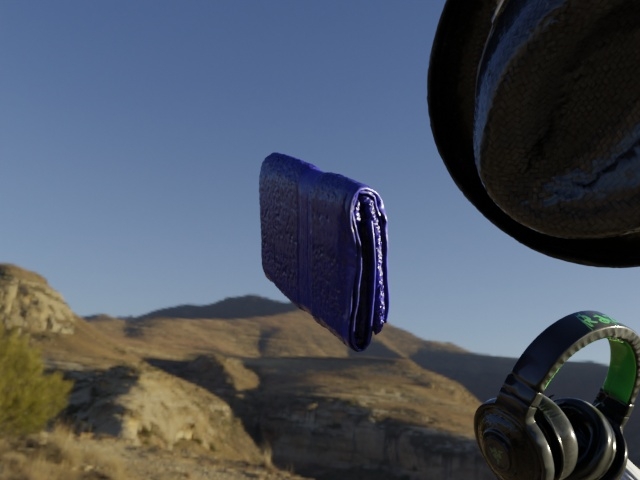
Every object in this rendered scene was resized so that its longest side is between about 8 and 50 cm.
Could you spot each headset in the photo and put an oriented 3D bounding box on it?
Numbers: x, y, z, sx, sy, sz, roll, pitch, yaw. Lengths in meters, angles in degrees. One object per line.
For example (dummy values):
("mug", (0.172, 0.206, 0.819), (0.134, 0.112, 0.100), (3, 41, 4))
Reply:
("headset", (0.300, 0.274, 0.926), (0.243, 0.394, 0.185), (16, 10, -36))

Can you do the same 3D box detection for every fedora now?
("fedora", (0.208, -0.108, 0.424), (0.334, 0.334, 0.152), (-2, 22, 27))

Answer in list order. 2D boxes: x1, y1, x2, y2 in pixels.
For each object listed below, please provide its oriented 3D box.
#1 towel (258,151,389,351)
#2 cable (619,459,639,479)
("towel", (0.000, 0.000, 0.958), (0.076, 0.227, 0.308), (-8, 19, -26))
("cable", (0.538, 0.429, 1.230), (0.257, 0.089, 0.257), (40, 8, -45))
